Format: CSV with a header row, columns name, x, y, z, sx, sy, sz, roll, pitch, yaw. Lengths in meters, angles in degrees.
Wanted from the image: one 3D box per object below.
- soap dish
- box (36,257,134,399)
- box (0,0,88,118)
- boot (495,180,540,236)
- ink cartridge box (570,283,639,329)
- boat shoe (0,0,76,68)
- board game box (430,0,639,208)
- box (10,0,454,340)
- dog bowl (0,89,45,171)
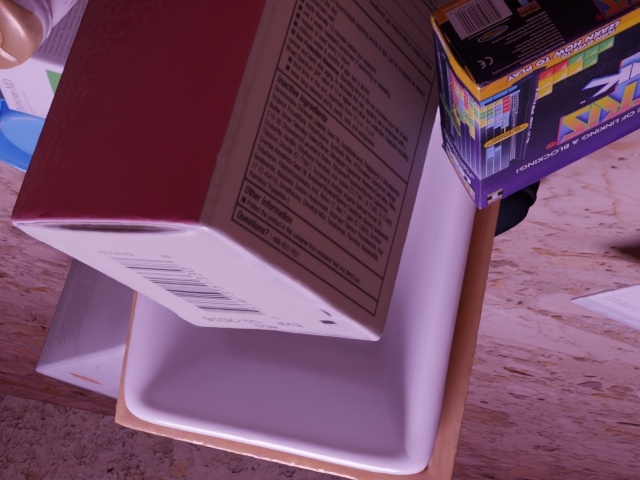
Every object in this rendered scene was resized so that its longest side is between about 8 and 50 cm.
name,x,y,z,sx,sy,sz,roll,pitch,yaw
soap dish,0.000,0.000,0.764,0.229,0.290,0.118,10,-179,13
box,-0.159,0.094,1.322,0.215,0.168,0.345,23,161,-24
box,-0.151,-0.134,0.735,0.087,0.102,0.101,17,163,1
boot,0.062,0.045,0.936,0.094,0.207,0.246,27,158,-32
ink cartridge box,0.387,0.051,0.940,0.275,0.060,0.239,21,162,-22
boat shoe,-0.234,-0.212,0.586,0.277,0.096,0.098,44,147,-17
board game box,0.140,-0.095,0.557,0.170,0.048,0.141,-27,157,-2
box,-0.029,-0.083,0.579,0.127,0.232,0.149,1,158,36
dog bowl,-0.136,-0.082,0.928,0.297,0.074,0.166,18,162,-10
